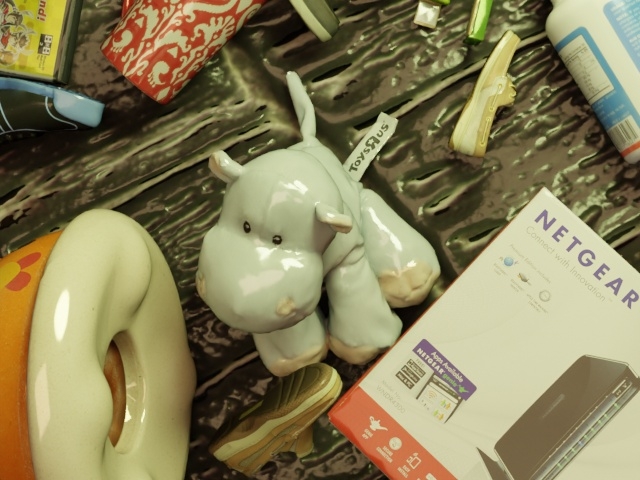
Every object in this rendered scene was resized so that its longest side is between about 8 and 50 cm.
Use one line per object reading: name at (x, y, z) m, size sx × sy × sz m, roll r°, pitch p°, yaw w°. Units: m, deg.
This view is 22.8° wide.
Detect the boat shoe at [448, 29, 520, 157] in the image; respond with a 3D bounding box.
boat shoe at (0.177, -0.148, 1.625) m, size 0.045 × 0.050 × 0.135 m, roll 25°, pitch 101°, yaw 3°

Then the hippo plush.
hippo plush at (0.000, 0.000, 1.542) m, size 0.234 × 0.236 × 0.294 m, roll 24°, pitch 91°, yaw 6°

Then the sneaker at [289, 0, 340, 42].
sneaker at (-0.005, -0.322, 1.627) m, size 0.118 × 0.083 × 0.222 m, roll -25°, pitch 86°, yaw 4°

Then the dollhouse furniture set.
dollhouse furniture set at (0.097, -0.247, 1.612) m, size 0.152 × 0.076 × 0.058 m, roll 16°, pitch 87°, yaw -5°

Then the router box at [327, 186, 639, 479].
router box at (0.229, 0.170, 1.500) m, size 0.335 × 0.082 × 0.301 m, roll 43°, pitch 93°, yaw 6°

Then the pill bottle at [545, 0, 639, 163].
pill bottle at (0.301, -0.198, 1.573) m, size 0.124 × 0.124 × 0.221 m, roll -30°, pitch 86°, yaw 4°

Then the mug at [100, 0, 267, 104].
mug at (-0.143, -0.238, 1.644) m, size 0.113 × 0.150 × 0.169 m, roll 37°, pitch 98°, yaw -31°

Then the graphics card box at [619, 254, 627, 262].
graphics card box at (0.305, 0.230, 1.578) m, size 0.233 × 0.094 × 0.371 m, roll -34°, pitch 84°, yaw 4°

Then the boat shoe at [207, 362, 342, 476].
boat shoe at (-0.032, 0.186, 1.601) m, size 0.072 × 0.068 × 0.190 m, roll 44°, pitch 134°, yaw -11°

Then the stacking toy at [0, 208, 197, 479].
stacking toy at (-0.388, 0.155, 1.547) m, size 0.480 × 0.350 × 0.350 m, roll -3°, pitch 88°, yaw 13°

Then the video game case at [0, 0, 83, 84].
video game case at (-0.367, -0.320, 1.689) m, size 0.248 × 0.035 × 0.274 m, roll 10°, pitch 89°, yaw 6°

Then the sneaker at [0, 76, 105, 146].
sneaker at (-0.341, -0.127, 1.663) m, size 0.232 × 0.081 × 0.090 m, roll 10°, pitch 93°, yaw 13°
